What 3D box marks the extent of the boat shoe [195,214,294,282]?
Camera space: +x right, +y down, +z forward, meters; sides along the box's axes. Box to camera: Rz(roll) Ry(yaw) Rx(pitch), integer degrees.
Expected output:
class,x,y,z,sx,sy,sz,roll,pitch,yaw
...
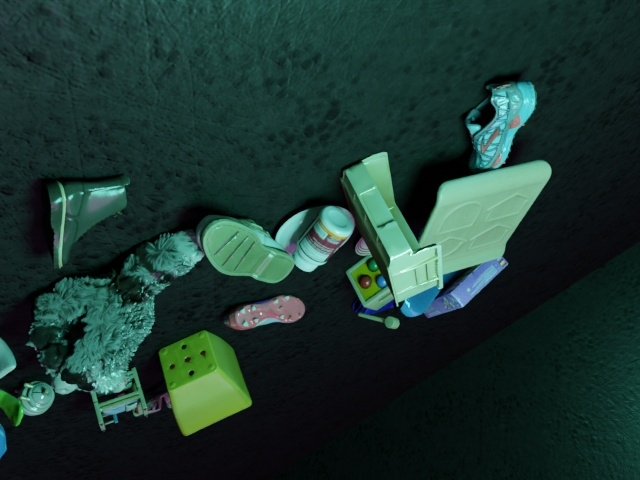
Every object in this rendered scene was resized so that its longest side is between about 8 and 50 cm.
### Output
class,x,y,z,sx,sy,sz,roll,pitch,yaw
boat shoe,-0.174,0.009,1.249,0.113,0.103,0.302,-46,149,4

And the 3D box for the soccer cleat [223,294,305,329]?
class,x,y,z,sx,sy,sz,roll,pitch,yaw
soccer cleat,-0.155,0.203,1.643,0.247,0.083,0.095,-7,175,-42

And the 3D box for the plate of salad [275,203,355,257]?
class,x,y,z,sx,sy,sz,roll,pitch,yaw
plate of salad,-0.015,-0.022,1.401,0.199,0.048,0.200,-13,144,-10

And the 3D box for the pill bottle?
class,x,y,z,sx,sy,sz,roll,pitch,yaw
pill bottle,0.000,0.000,1.322,0.086,0.086,0.152,1,141,-41

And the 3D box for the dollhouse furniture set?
class,x,y,z,sx,sy,sz,roll,pitch,yaw
dollhouse furniture set,-0.567,0.474,1.661,0.129,0.129,0.184,-15,149,-22

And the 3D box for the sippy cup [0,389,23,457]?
class,x,y,z,sx,sy,sz,roll,pitch,yaw
sippy cup,-0.761,0.382,1.157,0.305,0.224,0.240,-43,152,-37

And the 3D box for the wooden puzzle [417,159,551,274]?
class,x,y,z,sx,sy,sz,roll,pitch,yaw
wooden puzzle,0.385,-0.057,1.493,0.321,0.081,0.348,-14,143,-19

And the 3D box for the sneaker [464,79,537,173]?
class,x,y,z,sx,sy,sz,roll,pitch,yaw
sneaker,0.376,-0.259,1.326,0.125,0.104,0.262,1,140,-13

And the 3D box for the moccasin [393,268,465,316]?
class,x,y,z,sx,sy,sz,roll,pitch,yaw
moccasin,0.335,0.085,1.781,0.342,0.138,0.116,-40,-168,-19

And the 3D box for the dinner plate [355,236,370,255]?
class,x,y,z,sx,sy,sz,roll,pitch,yaw
dinner plate,0.157,-0.007,1.607,0.141,0.017,0.141,-21,152,-12

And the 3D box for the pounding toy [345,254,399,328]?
class,x,y,z,sx,sy,sz,roll,pitch,yaw
pounding toy,0.159,0.159,1.682,0.181,0.206,0.094,-37,150,19

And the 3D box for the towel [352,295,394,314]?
class,x,y,z,sx,sy,sz,roll,pitch,yaw
towel,0.275,0.153,1.911,0.308,0.076,0.228,-12,149,-27

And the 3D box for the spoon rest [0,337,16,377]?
class,x,y,z,sx,sy,sz,roll,pitch,yaw
spoon rest,-0.722,0.183,1.123,0.137,0.084,0.276,-33,138,8

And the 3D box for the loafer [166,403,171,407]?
class,x,y,z,sx,sy,sz,roll,pitch,yaw
loafer,-0.450,0.522,1.934,0.125,0.045,0.039,-13,142,-19

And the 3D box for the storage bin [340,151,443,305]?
class,x,y,z,sx,sy,sz,roll,pitch,yaw
storage bin,0.163,-0.024,1.329,0.123,0.262,0.260,-24,152,-1

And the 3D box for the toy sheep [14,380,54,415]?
class,x,y,z,sx,sy,sz,roll,pitch,yaw
toy sheep,-0.710,0.391,1.450,0.132,0.091,0.091,-26,158,39

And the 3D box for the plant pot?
class,x,y,z,sx,sy,sz,roll,pitch,yaw
plant pot,-0.344,0.379,1.639,0.212,0.212,0.187,-24,139,-7

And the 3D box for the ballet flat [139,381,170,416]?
class,x,y,z,sx,sy,sz,roll,pitch,yaw
ballet flat,-0.494,0.487,1.808,0.203,0.074,0.074,-28,152,1

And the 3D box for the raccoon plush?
class,x,y,z,sx,sy,sz,roll,pitch,yaw
raccoon plush,-0.402,0.189,1.276,0.446,0.216,0.299,-25,160,-5

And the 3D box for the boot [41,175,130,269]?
class,x,y,z,sx,sy,sz,roll,pitch,yaw
boot,-0.411,-0.029,1.030,0.136,0.077,0.198,-14,150,-34

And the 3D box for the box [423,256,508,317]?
class,x,y,z,sx,sy,sz,roll,pitch,yaw
box,0.432,0.142,1.805,0.201,0.057,0.293,-39,176,-16
